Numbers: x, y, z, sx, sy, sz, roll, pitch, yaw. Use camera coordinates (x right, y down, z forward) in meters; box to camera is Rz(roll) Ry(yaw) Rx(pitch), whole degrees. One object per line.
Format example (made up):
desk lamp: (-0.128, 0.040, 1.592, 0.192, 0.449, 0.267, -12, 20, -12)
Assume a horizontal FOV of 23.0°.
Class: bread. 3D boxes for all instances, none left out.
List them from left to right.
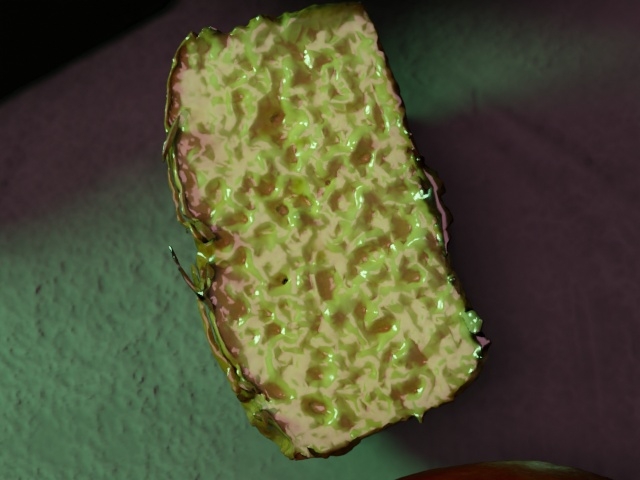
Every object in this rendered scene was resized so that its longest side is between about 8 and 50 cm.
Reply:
bread: (-0.004, -0.003, 0.964, 0.160, 0.147, 0.261, -22, 83, 0)

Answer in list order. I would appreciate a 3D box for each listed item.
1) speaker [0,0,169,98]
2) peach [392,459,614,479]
speaker: (-0.314, -0.169, 1.035, 0.388, 0.180, 0.184, -27, 73, 8)
peach: (0.106, 0.222, 0.846, 0.361, 0.257, 0.201, -6, 88, 15)
